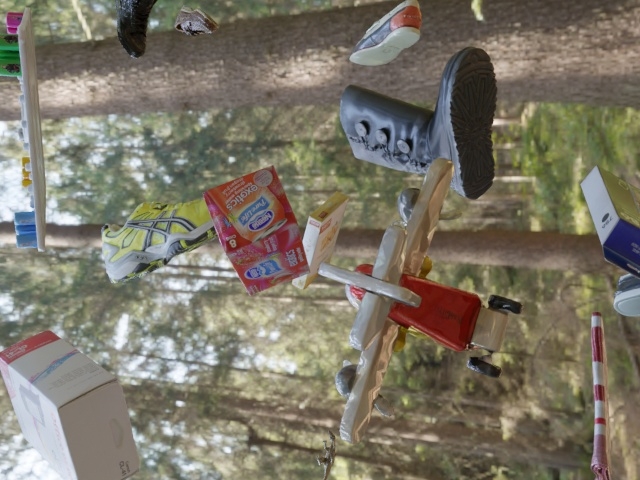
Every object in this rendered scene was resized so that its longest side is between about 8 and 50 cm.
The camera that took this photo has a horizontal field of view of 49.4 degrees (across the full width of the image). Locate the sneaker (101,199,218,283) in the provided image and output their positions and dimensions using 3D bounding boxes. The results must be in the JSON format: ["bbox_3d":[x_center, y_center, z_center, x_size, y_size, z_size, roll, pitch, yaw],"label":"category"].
[{"bbox_3d":[-0.345,-0.034,1.574,0.147,0.385,0.145,66,-166,3],"label":"sneaker"}]

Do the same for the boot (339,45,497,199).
[{"bbox_3d":[0.223,-0.327,1.733,0.146,0.445,0.367,-23,-56,-27],"label":"boot"}]

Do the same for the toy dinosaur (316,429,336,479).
[{"bbox_3d":[0.024,0.627,1.980,0.092,0.053,0.183,70,-151,-56],"label":"toy dinosaur"}]

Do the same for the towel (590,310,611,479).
[{"bbox_3d":[0.601,0.350,1.504,0.237,0.037,0.329,55,-141,-52],"label":"towel"}]

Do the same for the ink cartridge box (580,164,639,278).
[{"bbox_3d":[0.626,-0.028,1.389,0.065,0.165,0.332,-58,7,32],"label":"ink cartridge box"}]

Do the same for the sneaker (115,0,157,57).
[{"bbox_3d":[-0.328,-0.424,1.255,0.051,0.089,0.170,-2,-103,-49],"label":"sneaker"}]

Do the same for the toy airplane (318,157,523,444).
[{"bbox_3d":[0.128,0.099,1.182,0.386,0.272,0.384,-32,-61,-30],"label":"toy airplane"}]

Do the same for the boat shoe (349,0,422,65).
[{"bbox_3d":[0.080,-0.253,0.863,0.049,0.137,0.043,5,-97,-25],"label":"boat shoe"}]

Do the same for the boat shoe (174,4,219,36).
[{"bbox_3d":[-0.297,-0.514,1.661,0.064,0.178,0.060,37,-92,-39],"label":"boat shoe"}]

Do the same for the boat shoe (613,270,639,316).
[{"bbox_3d":[0.823,0.094,1.600,0.114,0.302,0.091,44,-132,-31],"label":"boat shoe"}]

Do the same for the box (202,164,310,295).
[{"bbox_3d":[-0.104,-0.008,1.215,0.257,0.128,0.122,81,167,-70],"label":"box"}]

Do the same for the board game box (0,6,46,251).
[{"bbox_3d":[-0.570,-0.228,1.342,0.390,0.050,0.390,-130,40,-59],"label":"board game box"}]

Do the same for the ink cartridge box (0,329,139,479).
[{"bbox_3d":[-0.511,0.341,1.402,0.131,0.306,0.226,-24,-62,-36],"label":"ink cartridge box"}]

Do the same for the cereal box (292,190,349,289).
[{"bbox_3d":[0.000,0.000,1.927,0.173,0.047,0.240,-45,-23,-50],"label":"cereal box"}]
